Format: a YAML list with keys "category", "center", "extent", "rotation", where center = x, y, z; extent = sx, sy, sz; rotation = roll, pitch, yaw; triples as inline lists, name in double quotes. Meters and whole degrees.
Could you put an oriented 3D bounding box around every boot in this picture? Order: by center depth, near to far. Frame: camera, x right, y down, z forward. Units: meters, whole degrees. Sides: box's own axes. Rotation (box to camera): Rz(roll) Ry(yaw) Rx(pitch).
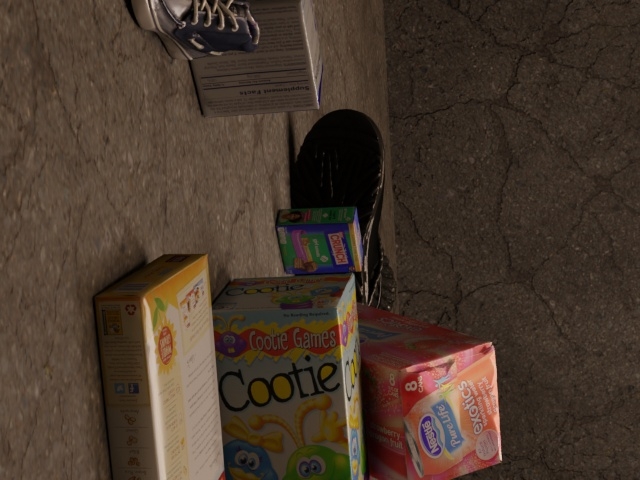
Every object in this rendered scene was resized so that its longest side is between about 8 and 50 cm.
- category: "boot"
  center: [-0.113, -0.216, 1.233]
  extent: [0.190, 0.086, 0.069]
  rotation: [38, 50, -79]
- category: "boot"
  center: [0.045, -0.024, 2.041]
  extent: [0.260, 0.131, 0.348]
  rotation: [-15, 113, -74]

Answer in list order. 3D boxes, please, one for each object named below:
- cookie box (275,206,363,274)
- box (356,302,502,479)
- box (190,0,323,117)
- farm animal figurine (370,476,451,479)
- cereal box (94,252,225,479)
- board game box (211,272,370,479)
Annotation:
- category: "cookie box"
  center: [0.000, 0.000, 1.836]
  extent: [0.040, 0.107, 0.092]
  rotation: [-83, 167, -48]
- category: "box"
  center: [0.071, 0.180, 1.635]
  extent: [0.300, 0.142, 0.154]
  rotation: [14, -68, 57]
- category: "box"
  center: [-0.068, -0.204, 1.391]
  extent: [0.072, 0.126, 0.137]
  rotation: [-86, 170, -47]
- category: "farm animal figurine"
  center: [0.098, 0.432, 2.105]
  extent: [0.327, 0.172, 0.330]
  rotation: [43, -21, 34]
- category: "cereal box"
  center: [-0.129, 0.143, 1.130]
  extent: [0.173, 0.047, 0.240]
  rotation: [-40, 128, -74]
- category: "board game box"
  center: [-0.029, 0.188, 1.470]
  extent: [0.142, 0.144, 0.275]
  rotation: [-57, 142, -75]
